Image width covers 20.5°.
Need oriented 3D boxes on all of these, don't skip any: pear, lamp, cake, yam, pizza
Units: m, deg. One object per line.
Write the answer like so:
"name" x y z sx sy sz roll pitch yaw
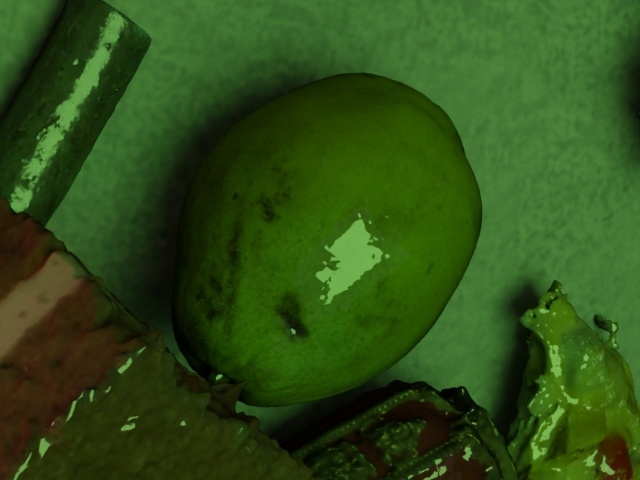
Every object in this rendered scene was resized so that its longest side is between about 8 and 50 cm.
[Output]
"pear" 0.000 0.000 1.263 0.212 0.212 0.269 47 62 -29
"lamp" 0.021 0.221 1.355 0.274 0.177 0.177 -29 115 -21
"cake" -0.202 0.132 1.111 0.282 0.290 0.255 -45 141 -8
"yam" -0.181 -0.087 1.224 0.068 0.068 0.169 29 88 -31
"pizza" 0.217 0.175 1.481 0.280 0.075 0.287 -30 115 -36

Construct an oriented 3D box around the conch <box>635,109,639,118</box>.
"conch" 0.402 -0.131 1.480 0.313 0.186 0.240 -38 143 -31
